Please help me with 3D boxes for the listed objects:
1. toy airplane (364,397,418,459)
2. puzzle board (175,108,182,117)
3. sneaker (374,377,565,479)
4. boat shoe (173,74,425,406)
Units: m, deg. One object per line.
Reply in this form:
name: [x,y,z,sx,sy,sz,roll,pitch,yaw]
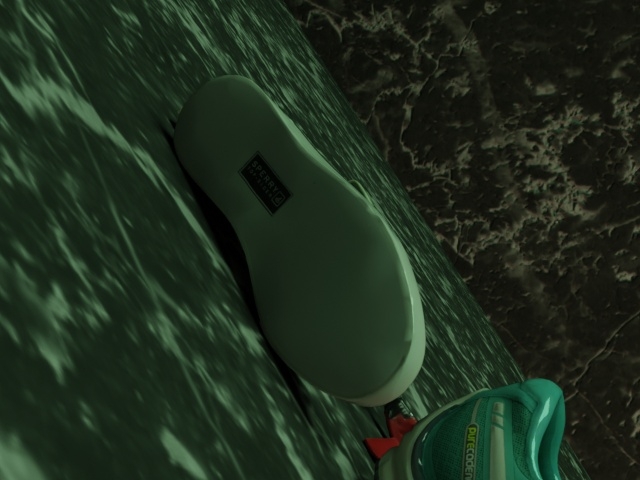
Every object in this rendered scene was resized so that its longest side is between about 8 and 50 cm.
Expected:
toy airplane: [0.071,0.142,0.807,0.151,0.028,0.151,54,8,-11]
puzzle board: [-0.038,-0.014,0.855,0.128,0.011,0.096,57,8,12]
sneaker: [0.122,0.181,0.631,0.275,0.110,0.107,60,7,25]
boat shoe: [0.000,0.000,0.739,0.070,0.078,0.219,37,17,-48]
